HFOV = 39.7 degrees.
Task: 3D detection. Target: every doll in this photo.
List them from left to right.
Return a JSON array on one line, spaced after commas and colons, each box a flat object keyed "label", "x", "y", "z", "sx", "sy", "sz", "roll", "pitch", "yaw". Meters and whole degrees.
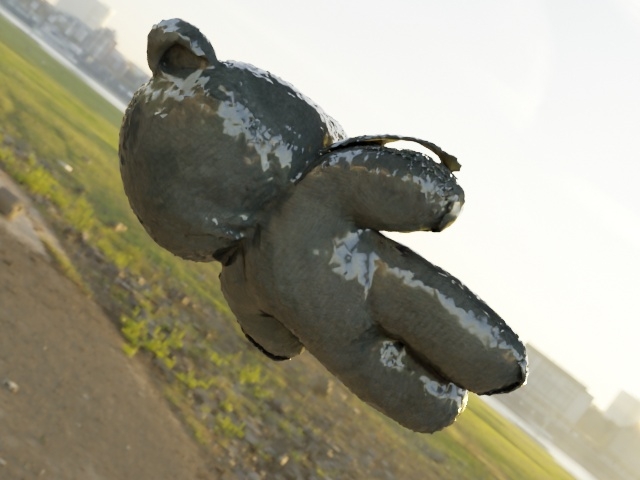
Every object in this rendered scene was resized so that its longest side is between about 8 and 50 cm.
[{"label": "doll", "x": 0.001, "y": -0.006, "z": 0.656, "sx": 0.340, "sy": 0.158, "sz": 0.246, "roll": 33, "pitch": -43, "yaw": -2}]
